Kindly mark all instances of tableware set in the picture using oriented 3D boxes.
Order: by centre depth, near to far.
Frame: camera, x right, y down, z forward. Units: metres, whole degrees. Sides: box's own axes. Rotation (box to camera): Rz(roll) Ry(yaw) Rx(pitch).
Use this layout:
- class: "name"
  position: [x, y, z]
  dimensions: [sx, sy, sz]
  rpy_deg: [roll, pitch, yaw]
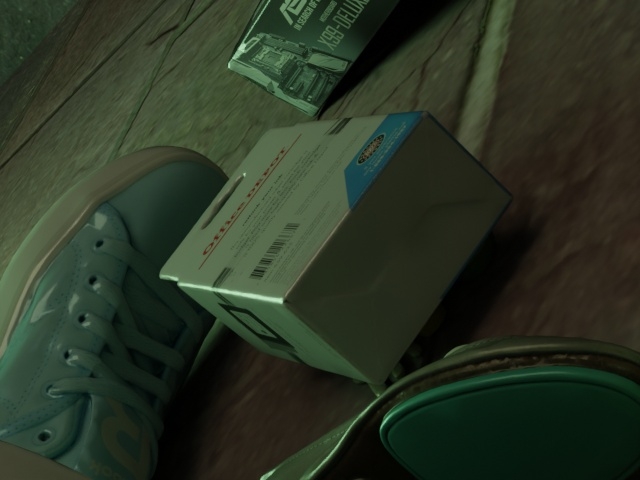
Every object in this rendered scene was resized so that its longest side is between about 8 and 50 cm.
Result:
- class: "tableware set"
  position: [0.034, 0.012, 0.751]
  dimensions: [0.104, 0.024, 0.154]
  rpy_deg: [-51, 17, 2]

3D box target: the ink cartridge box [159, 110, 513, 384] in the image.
- class: "ink cartridge box"
  position: [0.000, 0.000, 0.722]
  dimensions: [0.104, 0.060, 0.180]
  rpy_deg: [-53, 19, -12]

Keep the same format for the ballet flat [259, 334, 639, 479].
- class: "ballet flat"
  position: [0.040, 0.071, 0.547]
  dimensions: [0.213, 0.072, 0.068]
  rpy_deg: [-38, 18, 40]

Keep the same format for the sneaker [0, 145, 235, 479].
- class: "sneaker"
  position: [-0.126, 0.107, 0.844]
  dimensions: [0.150, 0.135, 0.366]
  rpy_deg: [7, 62, 48]

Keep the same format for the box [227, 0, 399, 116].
- class: "box"
  position: [0.064, -0.258, 1.020]
  dimensions: [0.307, 0.076, 0.242]
  rpy_deg: [-49, 13, 52]

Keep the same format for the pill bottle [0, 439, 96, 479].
- class: "pill bottle"
  position: [-0.155, 0.260, 0.416]
  dimensions: [0.224, 0.224, 0.392]
  rpy_deg: [-26, 32, 55]
